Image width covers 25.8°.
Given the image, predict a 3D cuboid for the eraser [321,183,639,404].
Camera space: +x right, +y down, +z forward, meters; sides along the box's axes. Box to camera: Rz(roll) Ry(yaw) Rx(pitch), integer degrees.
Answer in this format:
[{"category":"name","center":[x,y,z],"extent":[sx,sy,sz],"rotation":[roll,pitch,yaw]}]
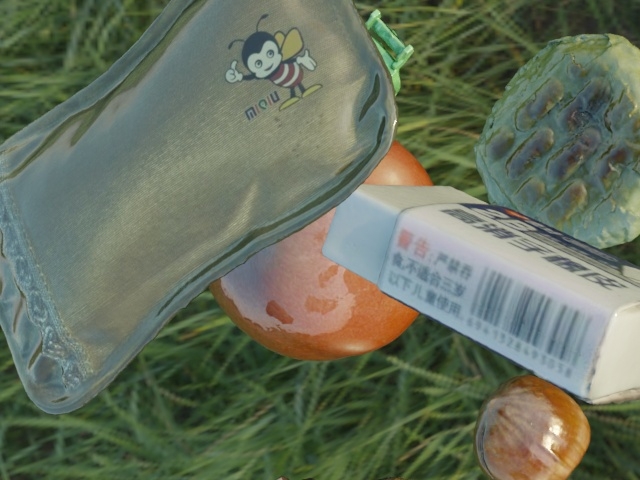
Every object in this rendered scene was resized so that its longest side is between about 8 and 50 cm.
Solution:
[{"category":"eraser","center":[0.119,0.025,0.874],"extent":[0.210,0.124,0.068],"rotation":[28,110,37]}]

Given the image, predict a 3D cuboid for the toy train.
[{"category":"toy train","center":[0.050,-0.179,1.524],"extent":[0.081,0.149,0.099],"rotation":[-41,79,-8]}]

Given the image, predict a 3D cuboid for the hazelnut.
[{"category":"hazelnut","center":[0.266,0.250,1.791],"extent":[0.150,0.150,0.150],"rotation":[6,101,33]}]

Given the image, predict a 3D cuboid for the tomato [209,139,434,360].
[{"category":"tomato","center":[0.000,0.000,1.452],"extent":[0.256,0.224,0.256],"rotation":[-6,81,45]}]

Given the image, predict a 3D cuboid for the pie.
[{"category":"pie","center":[0.327,-0.125,1.780],"extent":[0.306,0.071,0.306],"rotation":[-2,87,42]}]

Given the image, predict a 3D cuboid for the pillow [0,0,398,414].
[{"category":"pillow","center":[-0.064,-0.027,0.566],"extent":[0.217,0.033,0.130],"rotation":[-35,65,26]}]

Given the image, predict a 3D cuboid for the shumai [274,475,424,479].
[{"category":"shumai","center":[0.064,0.213,0.549],"extent":[0.185,0.184,0.218],"rotation":[11,102,53]}]
